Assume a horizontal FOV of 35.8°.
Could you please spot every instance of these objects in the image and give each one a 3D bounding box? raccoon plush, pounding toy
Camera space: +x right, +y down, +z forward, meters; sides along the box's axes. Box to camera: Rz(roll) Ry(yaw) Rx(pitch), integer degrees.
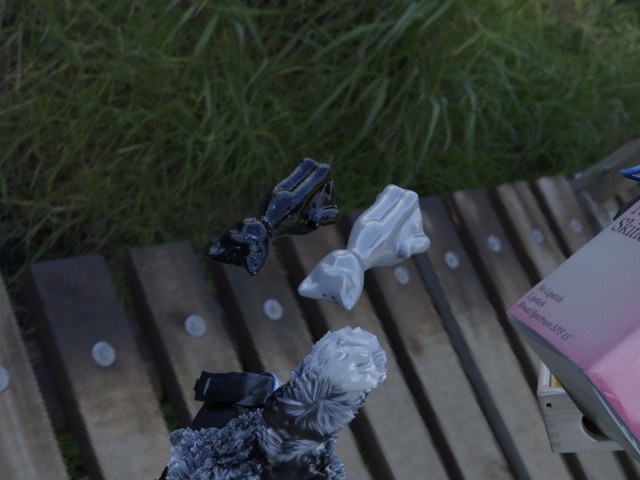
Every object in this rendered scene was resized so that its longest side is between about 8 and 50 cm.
[{"bbox_3d":[-0.045,0.248,1.241,0.216,0.446,0.299,36,17,-18],"label":"raccoon plush"},{"bbox_3d":[0.327,0.150,0.990,0.181,0.206,0.094,-66,142,-53],"label":"pounding toy"}]

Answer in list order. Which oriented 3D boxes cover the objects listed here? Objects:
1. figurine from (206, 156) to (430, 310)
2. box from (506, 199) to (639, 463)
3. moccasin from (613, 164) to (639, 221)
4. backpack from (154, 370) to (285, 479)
[{"bbox_3d":[0.000,0.000,1.218,0.214,0.092,0.209,19,38,26],"label":"figurine"},{"bbox_3d":[0.285,0.045,0.751,0.232,0.148,0.127,-40,107,-1],"label":"box"},{"bbox_3d":[0.315,-0.007,0.907,0.137,0.116,0.342,33,86,-45],"label":"moccasin"},{"bbox_3d":[-0.134,0.365,1.756,0.213,0.263,0.277,34,51,-18],"label":"backpack"}]
